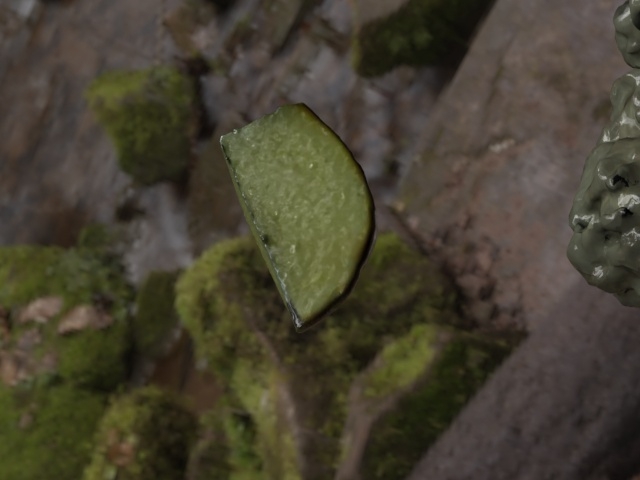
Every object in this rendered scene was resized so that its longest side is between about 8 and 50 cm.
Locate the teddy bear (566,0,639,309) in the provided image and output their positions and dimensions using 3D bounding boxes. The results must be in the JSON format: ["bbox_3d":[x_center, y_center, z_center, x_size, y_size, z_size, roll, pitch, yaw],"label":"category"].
[{"bbox_3d":[0.337,-0.119,0.834,0.367,0.357,0.224,124,145,-52],"label":"teddy bear"}]

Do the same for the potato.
[{"bbox_3d":[0.000,0.000,1.033,0.081,0.120,0.149,-23,65,-2],"label":"potato"}]
